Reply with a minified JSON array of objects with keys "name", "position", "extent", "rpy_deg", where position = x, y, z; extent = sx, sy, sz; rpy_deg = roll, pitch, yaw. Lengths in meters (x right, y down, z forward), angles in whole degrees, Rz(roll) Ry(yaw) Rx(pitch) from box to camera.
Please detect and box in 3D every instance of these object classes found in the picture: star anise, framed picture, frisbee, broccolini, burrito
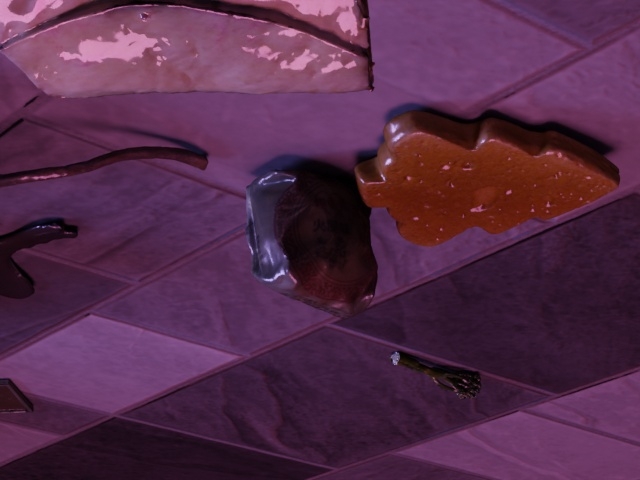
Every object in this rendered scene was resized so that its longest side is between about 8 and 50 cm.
[{"name":"star anise","position":[-0.241,-0.032,1.451],"extent":[0.227,0.148,0.218],"rpy_deg":[3,-160,19]},{"name":"framed picture","position":[-0.452,0.201,2.106],"extent":[0.149,0.011,0.109],"rpy_deg":[-3,156,6]},{"name":"frisbee","position":[-0.327,0.008,1.675],"extent":[0.187,0.012,0.211],"rpy_deg":[-17,150,34]},{"name":"broccolini","position":[0.143,0.159,2.004],"extent":[0.140,0.030,0.035],"rpy_deg":[26,137,-36]},{"name":"burrito","position":[-0.110,-0.170,1.180],"extent":[0.299,0.105,0.143],"rpy_deg":[1,146,1]}]

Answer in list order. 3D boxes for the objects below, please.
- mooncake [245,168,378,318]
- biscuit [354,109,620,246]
[{"name":"mooncake","position":[0.000,0.000,1.520],"extent":[0.125,0.130,0.073],"rpy_deg":[15,150,-34]},{"name":"biscuit","position":[0.150,-0.060,1.500],"extent":[0.238,0.041,0.212],"rpy_deg":[-2,150,5]}]
